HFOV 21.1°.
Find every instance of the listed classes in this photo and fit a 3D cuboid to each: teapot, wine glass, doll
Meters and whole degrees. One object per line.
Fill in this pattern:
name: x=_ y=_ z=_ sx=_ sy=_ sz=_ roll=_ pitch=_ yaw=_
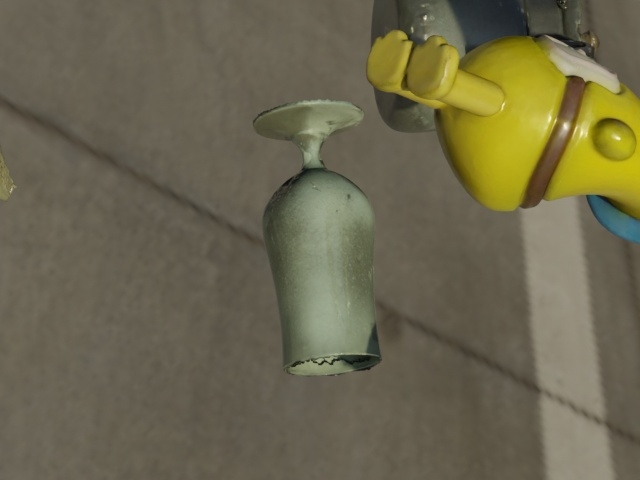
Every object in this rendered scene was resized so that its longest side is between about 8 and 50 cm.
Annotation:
teapot: x=0.226 y=-0.260 z=2.156 sx=0.285 sy=0.305 sz=0.223 roll=-1 pitch=75 yaw=-11
wine glass: x=0.000 y=0.000 z=1.509 sx=0.103 sy=0.103 sz=0.231 roll=10 pitch=68 yaw=-43
doll: x=0.207 y=-0.076 z=1.393 sx=0.363 sy=0.145 sz=0.199 roll=20 pitch=2 yaw=-33

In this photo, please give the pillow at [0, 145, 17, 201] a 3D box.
pillow: x=-0.419 y=-0.126 z=2.084 sx=0.053 sy=0.208 sz=0.119 roll=-26 pitch=72 yaw=-10
